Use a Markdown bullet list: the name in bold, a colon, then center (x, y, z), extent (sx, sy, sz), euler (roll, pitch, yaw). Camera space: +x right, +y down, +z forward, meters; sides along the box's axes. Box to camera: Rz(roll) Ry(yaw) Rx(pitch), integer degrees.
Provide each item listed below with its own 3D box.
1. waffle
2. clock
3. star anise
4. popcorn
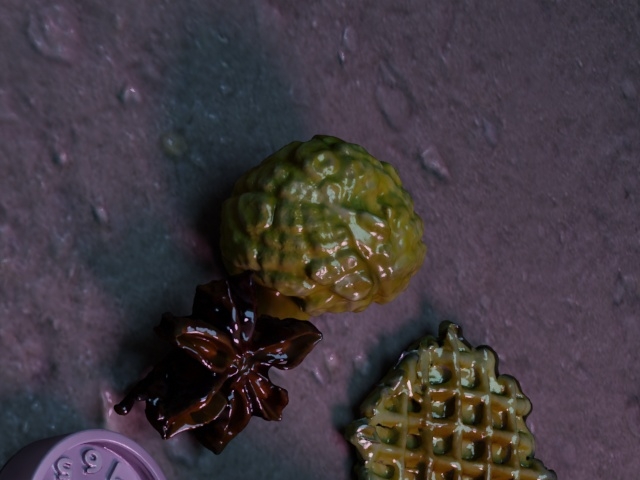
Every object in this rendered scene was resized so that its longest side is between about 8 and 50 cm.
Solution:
- **waffle**: center (0.161, 0.273, 2.091), extent (0.317, 0.073, 0.297), euler (-41, 102, -38)
- **clock**: center (-0.235, 0.290, 1.667), extent (0.197, 0.068, 0.197), euler (17, 66, -43)
- **star anise**: center (-0.109, 0.124, 1.803), extent (0.220, 0.126, 0.190), euler (30, 97, -46)
- **popcorn**: center (0.000, 0.000, 1.930), extent (0.237, 0.251, 0.206), euler (-29, 74, -14)
